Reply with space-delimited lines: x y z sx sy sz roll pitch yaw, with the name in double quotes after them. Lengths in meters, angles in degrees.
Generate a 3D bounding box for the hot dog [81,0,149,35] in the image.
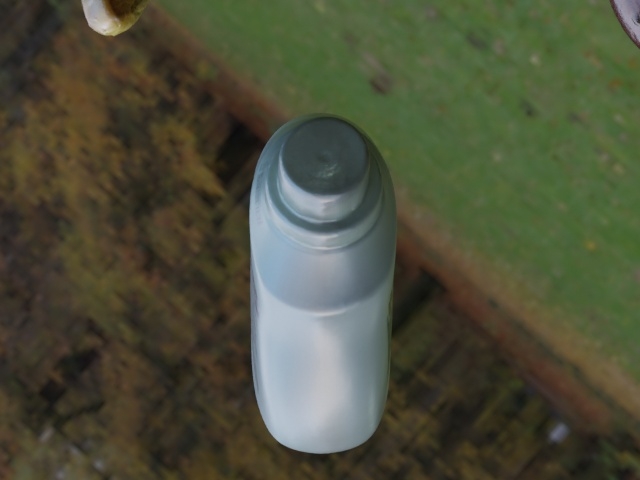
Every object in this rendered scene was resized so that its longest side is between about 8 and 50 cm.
-0.141 -0.251 1.405 0.047 0.215 0.066 4 147 29 "hot dog"

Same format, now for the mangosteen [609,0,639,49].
0.345 -0.244 1.414 0.215 0.215 0.257 41 164 15 "mangosteen"

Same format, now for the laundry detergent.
0.000 0.000 1.394 0.125 0.264 0.398 0 157 0 "laundry detergent"
